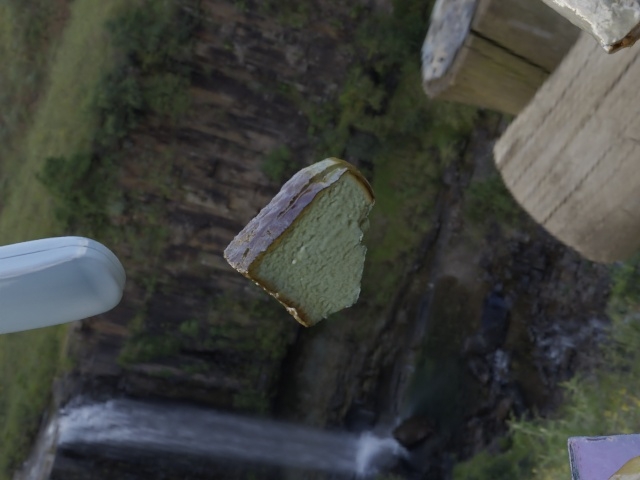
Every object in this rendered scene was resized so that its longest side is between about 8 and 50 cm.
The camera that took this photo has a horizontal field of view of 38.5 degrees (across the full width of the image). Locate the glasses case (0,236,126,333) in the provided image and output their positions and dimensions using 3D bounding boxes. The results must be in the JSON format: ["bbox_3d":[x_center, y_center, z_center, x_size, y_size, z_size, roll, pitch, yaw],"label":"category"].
[{"bbox_3d":[-0.238,0.038,0.713,0.045,0.178,0.067,-88,-18,-44],"label":"glasses case"}]

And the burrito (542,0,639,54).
[{"bbox_3d":[0.346,-0.391,1.265,0.143,0.299,0.105,-43,-11,-11],"label":"burrito"}]

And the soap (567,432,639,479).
[{"bbox_3d":[0.349,0.322,0.909,0.081,0.181,0.259,55,-150,-57],"label":"soap"}]

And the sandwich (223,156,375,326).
[{"bbox_3d":[0.000,0.000,0.611,0.105,0.093,0.036,-51,36,1],"label":"sandwich"}]

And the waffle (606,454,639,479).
[{"bbox_3d":[0.221,0.343,0.688,0.328,0.224,0.098,-38,0,-17],"label":"waffle"}]
